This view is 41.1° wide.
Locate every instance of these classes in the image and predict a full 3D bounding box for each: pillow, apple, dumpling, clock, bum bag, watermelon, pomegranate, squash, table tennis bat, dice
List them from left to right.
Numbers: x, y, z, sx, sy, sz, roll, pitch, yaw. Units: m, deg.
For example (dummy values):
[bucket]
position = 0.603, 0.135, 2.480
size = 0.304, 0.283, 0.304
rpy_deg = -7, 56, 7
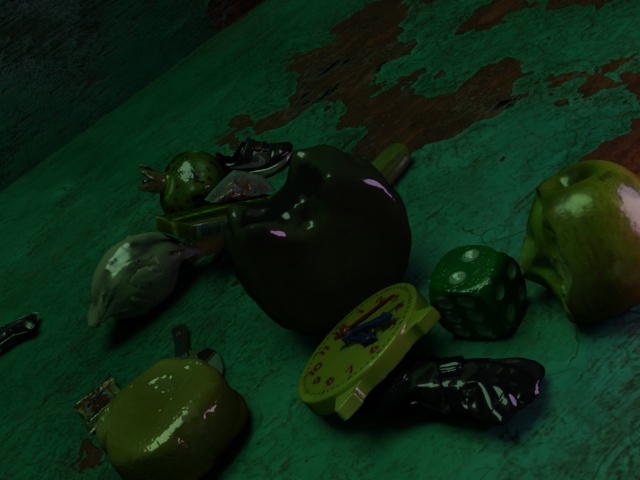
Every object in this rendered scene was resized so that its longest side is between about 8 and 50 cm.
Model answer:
[pillow]
position = -0.816, 0.243, 2.283
size = 0.136, 0.055, 0.091
rpy_deg = -26, -1, 3
[dumpling]
position = -0.461, 0.073, 2.075
size = 0.318, 0.187, 0.243
rpy_deg = -35, 27, -22
[pomegranate]
position = -0.361, -0.142, 2.268
size = 0.211, 0.263, 0.211
rpy_deg = -40, 44, 54
[table tennis bat]
position = -0.284, 0.272, 1.795
size = 0.173, 0.022, 0.301
rpy_deg = -28, 32, 4
[watermelon]
position = -0.201, -0.131, 2.169
size = 0.180, 0.081, 0.094
rpy_deg = -18, 42, -25
[clock]
position = 0.064, 0.176, 1.472
size = 0.277, 0.071, 0.293
rpy_deg = -47, 11, -14
[squash]
position = 0.135, -0.147, 1.996
size = 0.069, 0.069, 0.239
rpy_deg = 8, 48, 48
[bum bag]
position = 0.187, 0.232, 1.359
size = 0.340, 0.095, 0.144
rpy_deg = -3, 24, 38
[dice]
position = 0.268, 0.090, 1.460
size = 0.131, 0.128, 0.120
rpy_deg = -1, 43, 39
[apple]
position = 0.425, -0.005, 1.365
size = 0.246, 0.226, 0.246
rpy_deg = -23, 28, 13

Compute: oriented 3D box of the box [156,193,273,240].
[box]
position = -0.220, -0.060, 2.071
size = 0.311, 0.043, 0.173
rpy_deg = -15, 17, -36

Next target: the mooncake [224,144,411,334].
[mooncake]
position = 0.000, 0.000, 1.635
size = 0.351, 0.351, 0.187
rpy_deg = -33, 27, -3

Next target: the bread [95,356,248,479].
[bread]
position = -0.270, 0.338, 1.559
size = 0.270, 0.148, 0.270
rpy_deg = -19, 33, 13

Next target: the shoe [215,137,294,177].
[shoe]
position = -0.189, -0.230, 2.364
size = 0.227, 0.112, 0.099
rpy_deg = -27, 29, 11

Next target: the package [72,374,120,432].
[package]
position = -0.472, 0.349, 1.835
size = 0.108, 0.031, 0.121
rpy_deg = -40, 31, -16
